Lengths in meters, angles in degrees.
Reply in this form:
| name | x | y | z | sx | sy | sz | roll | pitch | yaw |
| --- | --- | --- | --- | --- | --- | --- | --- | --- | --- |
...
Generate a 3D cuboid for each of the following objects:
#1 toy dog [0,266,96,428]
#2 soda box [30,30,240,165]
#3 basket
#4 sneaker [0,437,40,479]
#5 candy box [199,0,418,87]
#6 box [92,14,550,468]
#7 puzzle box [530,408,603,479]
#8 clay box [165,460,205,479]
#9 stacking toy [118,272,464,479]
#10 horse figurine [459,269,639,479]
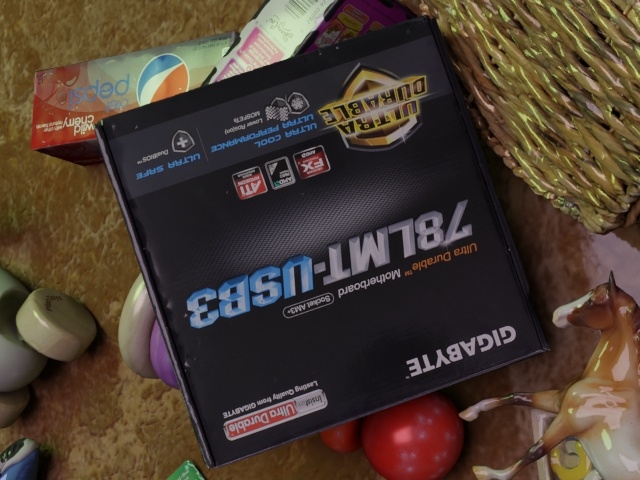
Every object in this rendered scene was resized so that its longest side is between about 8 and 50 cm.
| name | x | y | z | sx | sy | sz | roll | pitch | yaw |
| --- | --- | --- | --- | --- | --- | --- | --- | --- | --- |
| toy dog | -0.399 | 0.054 | 1.332 | 0.333 | 0.161 | 0.220 | 27 | 95 | 31 |
| soda box | -0.173 | -0.141 | 1.276 | 0.263 | 0.083 | 0.092 | -5 | 78 | 31 |
| basket | 0.253 | -0.166 | 1.021 | 0.299 | 0.223 | 0.213 | 56 | 143 | 25 |
| sneaker | -0.327 | 0.312 | 1.305 | 0.081 | 0.080 | 0.211 | 17 | 91 | 10 |
| candy box | -0.019 | -0.139 | 1.139 | 0.233 | 0.159 | 0.071 | -51 | 58 | 13 |
| box | 0.000 | 0.000 | 1.013 | 0.295 | 0.073 | 0.293 | -18 | 85 | -6 |
| puzzle box | 0.318 | 0.309 | 0.924 | 0.272 | 0.052 | 0.409 | -14 | 74 | 28 |
| clay box | -0.121 | 0.333 | 1.181 | 0.127 | 0.053 | 0.222 | -45 | 63 | 16 |
| stacking toy | -0.018 | 0.118 | 1.121 | 0.330 | 0.141 | 0.141 | 23 | 93 | 26 |
| horse figurine | 0.214 | 0.179 | 0.935 | 0.174 | 0.066 | 0.263 | -32 | 68 | 20 |
